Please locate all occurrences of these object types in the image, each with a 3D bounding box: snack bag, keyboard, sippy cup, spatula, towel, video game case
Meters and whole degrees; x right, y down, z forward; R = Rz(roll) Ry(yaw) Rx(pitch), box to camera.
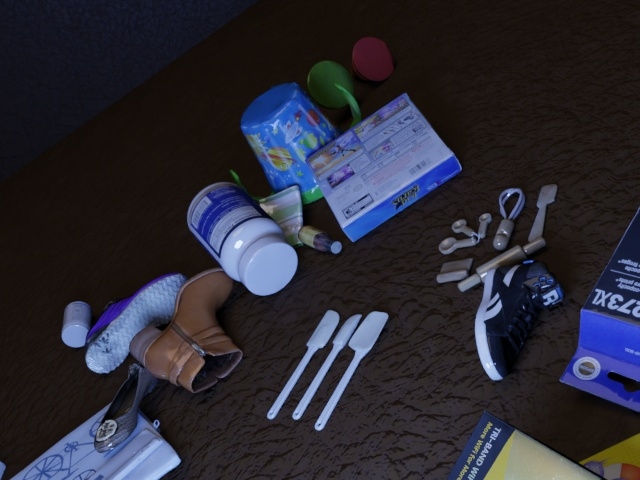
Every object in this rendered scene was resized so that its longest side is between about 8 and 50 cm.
[{"bbox_3d":[-0.433,0.442,1.502,0.323,0.037,0.342,-37,27,-22],"label":"snack bag"},{"bbox_3d":[-0.392,0.431,1.431,0.256,0.014,0.072,-40,23,-27],"label":"keyboard"},{"bbox_3d":[-0.064,-0.237,1.887,0.240,0.224,0.306,-6,44,42],"label":"sippy cup"},{"bbox_3d":[0.011,0.219,1.418,0.168,0.019,0.242,2,49,45],"label":"spatula"},{"bbox_3d":[-0.090,-0.042,1.805,0.113,0.023,0.152,-22,56,27],"label":"towel"},{"bbox_3d":[0.125,-0.159,1.705,0.269,0.061,0.244,-33,46,6],"label":"video game case"}]

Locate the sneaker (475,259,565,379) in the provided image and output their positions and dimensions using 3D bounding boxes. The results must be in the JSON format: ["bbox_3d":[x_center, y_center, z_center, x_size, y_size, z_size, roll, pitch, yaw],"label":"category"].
[{"bbox_3d":[0.305,0.105,1.210,0.121,0.079,0.217,-19,35,30],"label":"sneaker"}]

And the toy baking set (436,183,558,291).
[{"bbox_3d":[0.308,-0.013,1.408,0.256,0.030,0.197,-29,32,15],"label":"toy baking set"}]

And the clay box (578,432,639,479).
[{"bbox_3d":[0.360,0.299,0.928,0.222,0.053,0.127,-32,33,13],"label":"clay box"}]

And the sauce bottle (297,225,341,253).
[{"bbox_3d":[0.000,0.000,1.693,0.042,0.042,0.128,-47,35,-14],"label":"sauce bottle"}]

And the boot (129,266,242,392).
[{"bbox_3d":[-0.231,0.178,1.641,0.220,0.109,0.283,19,46,43],"label":"boot"}]

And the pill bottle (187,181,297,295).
[{"bbox_3d":[-0.167,-0.004,1.728,0.153,0.153,0.264,-41,46,-5],"label":"pill bottle"}]

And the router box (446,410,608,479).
[{"bbox_3d":[0.209,0.379,0.880,0.243,0.081,0.309,22,81,55],"label":"router box"}]

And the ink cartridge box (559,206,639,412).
[{"bbox_3d":[0.478,0.057,1.081,0.175,0.069,0.371,18,64,39],"label":"ink cartridge box"}]

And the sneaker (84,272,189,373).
[{"bbox_3d":[-0.433,0.161,1.860,0.293,0.102,0.146,-40,31,-4],"label":"sneaker"}]

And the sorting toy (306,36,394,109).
[{"bbox_3d":[0.024,-0.396,2.095,0.365,0.127,0.126,-35,4,-24],"label":"sorting toy"}]

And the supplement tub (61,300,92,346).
[{"bbox_3d":[-0.604,0.207,2.005,0.071,0.071,0.107,-33,32,8],"label":"supplement tub"}]

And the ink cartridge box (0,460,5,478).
[{"bbox_3d":[-0.857,0.475,1.702,0.211,0.289,0.122,-25,33,20],"label":"ink cartridge box"}]

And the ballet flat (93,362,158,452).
[{"bbox_3d":[-0.383,0.317,1.578,0.084,0.058,0.250,-13,24,18],"label":"ballet flat"}]
